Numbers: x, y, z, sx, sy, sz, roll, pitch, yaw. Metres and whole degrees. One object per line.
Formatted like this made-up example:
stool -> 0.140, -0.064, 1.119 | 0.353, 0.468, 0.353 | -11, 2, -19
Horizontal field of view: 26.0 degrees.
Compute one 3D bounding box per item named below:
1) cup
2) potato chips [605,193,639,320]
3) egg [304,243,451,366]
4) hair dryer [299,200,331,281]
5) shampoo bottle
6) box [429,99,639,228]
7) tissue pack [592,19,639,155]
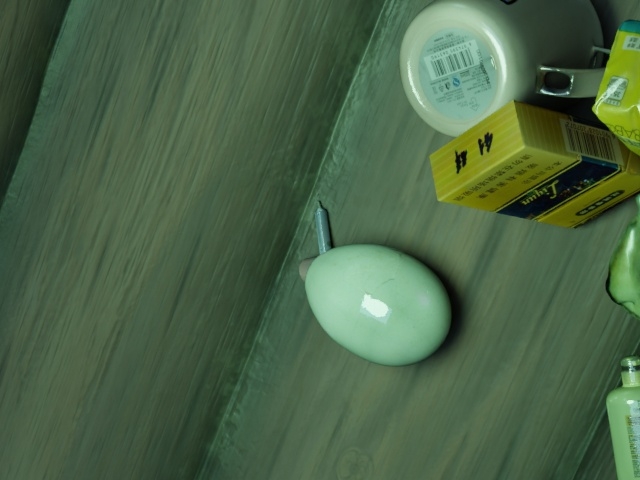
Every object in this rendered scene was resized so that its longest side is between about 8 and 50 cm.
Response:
cup -> 0.238, -0.215, 1.667 | 0.252, 0.200, 0.192 | 20, 119, 32
potato chips -> 0.530, 0.007, 1.608 | 0.373, 0.097, 0.389 | 40, 115, 38
egg -> 0.074, 0.081, 1.833 | 0.209, 0.151, 0.151 | 27, 106, 18
hair dryer -> 0.000, 0.000, 1.937 | 0.063, 0.037, 0.114 | -11, 81, 30
shampoo bottle -> 0.396, 0.223, 1.713 | 0.079, 0.079, 0.162 | -10, 89, 28
box -> 0.269, -0.087, 1.649 | 0.152, 0.237, 0.070 | -33, 54, 45
tissue pack -> 0.457, -0.129, 1.505 | 0.270, 0.192, 0.134 | 20, 88, 39
